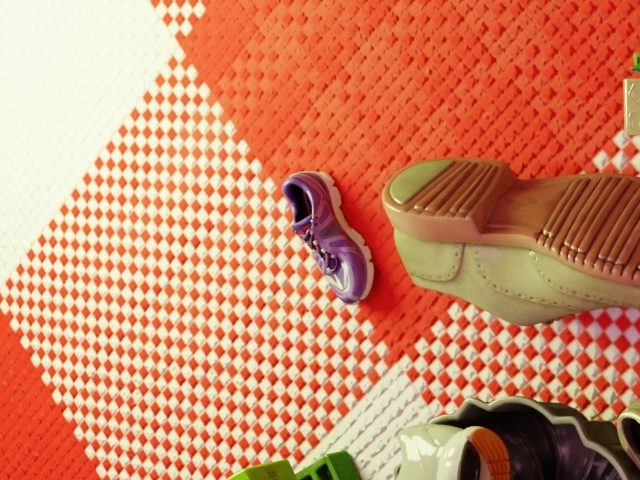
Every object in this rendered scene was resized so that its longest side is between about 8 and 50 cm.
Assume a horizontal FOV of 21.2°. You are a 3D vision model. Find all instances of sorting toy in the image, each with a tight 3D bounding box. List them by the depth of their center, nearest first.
[{"bbox_3d":[0.330,-0.147,1.712,0.062,0.012,0.083,4,100,44],"label":"sorting toy"}]

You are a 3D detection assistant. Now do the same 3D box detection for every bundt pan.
[{"bbox_3d":[0.231,0.316,1.761,0.331,0.124,0.331,3,94,40],"label":"bundt pan"}]

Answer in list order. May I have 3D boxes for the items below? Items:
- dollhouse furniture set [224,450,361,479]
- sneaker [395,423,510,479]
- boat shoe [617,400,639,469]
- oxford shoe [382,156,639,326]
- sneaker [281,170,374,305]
[{"bbox_3d":[-0.017,0.409,1.925,0.151,0.197,0.301,-38,69,34],"label":"dollhouse furniture set"},{"bbox_3d":[0.115,0.309,1.727,0.121,0.099,0.262,10,92,46],"label":"sneaker"},{"bbox_3d":[0.390,0.267,1.612,0.302,0.103,0.113,50,126,35],"label":"boat shoe"},{"bbox_3d":[0.254,0.019,1.741,0.397,0.140,0.146,16,134,33],"label":"oxford shoe"},{"bbox_3d":[0.000,0.000,1.961,0.068,0.071,0.170,-39,70,35],"label":"sneaker"}]
